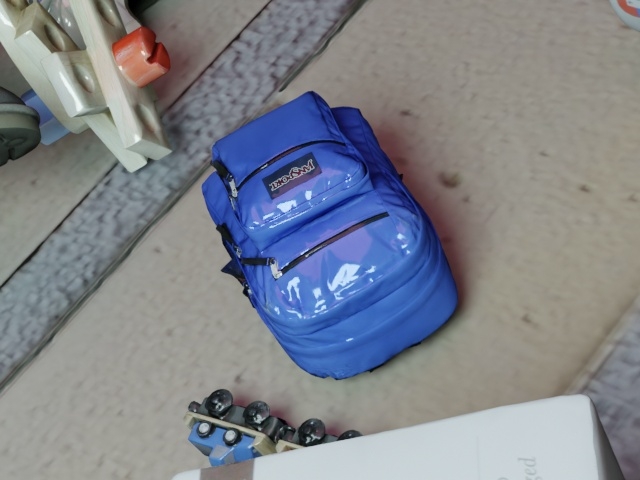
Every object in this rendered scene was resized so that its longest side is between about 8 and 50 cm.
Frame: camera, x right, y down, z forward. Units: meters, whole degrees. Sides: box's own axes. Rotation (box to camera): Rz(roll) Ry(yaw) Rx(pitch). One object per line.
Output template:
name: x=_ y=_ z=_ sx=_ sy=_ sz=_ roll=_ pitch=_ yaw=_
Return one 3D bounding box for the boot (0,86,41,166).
boot: x=-0.237 y=-0.134 z=0.908 sx=0.189 sy=0.076 sz=0.209 roll=-4 pitch=73 yaw=0

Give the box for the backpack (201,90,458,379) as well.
backpack: x=0.000 y=0.000 z=0.847 sx=0.098 sy=0.101 sz=0.120 roll=-32 pitch=47 yaw=5

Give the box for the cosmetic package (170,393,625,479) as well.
cosmetic package: x=0.045 y=0.174 z=0.601 sx=0.151 sy=0.184 sz=0.151 roll=-13 pitch=46 yaw=15

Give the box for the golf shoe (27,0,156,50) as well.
golf shoe: x=-0.117 y=-0.178 z=1.106 sx=0.086 sy=0.069 sz=0.176 roll=10 pitch=59 yaw=12

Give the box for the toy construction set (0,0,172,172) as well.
toy construction set: x=-0.248 y=-0.080 z=0.992 sx=0.327 sy=0.151 sz=0.215 roll=-20 pitch=55 yaw=7

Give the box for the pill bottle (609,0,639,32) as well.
pill bottle: x=0.250 y=-0.132 z=0.829 sx=0.221 sy=0.124 sz=0.124 roll=22 pitch=62 yaw=37

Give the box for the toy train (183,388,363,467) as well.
toy train: x=0.001 y=0.101 z=0.806 sx=0.158 sy=0.027 sz=0.036 roll=14 pitch=68 yaw=34
